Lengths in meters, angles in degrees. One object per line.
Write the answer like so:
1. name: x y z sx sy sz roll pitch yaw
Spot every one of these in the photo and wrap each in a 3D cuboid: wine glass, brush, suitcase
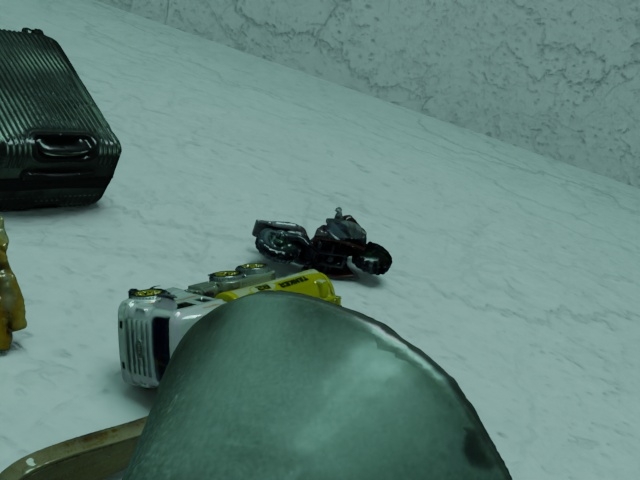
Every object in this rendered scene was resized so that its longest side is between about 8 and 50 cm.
1. wine glass: -0.118 0.199 0.258 0.267 0.267 0.406 30 29 27
2. brush: -0.103 0.166 0.583 0.328 0.070 0.065 -10 45 -46
3. suitcase: -0.429 -0.181 0.967 0.202 0.128 0.312 -8 52 -47

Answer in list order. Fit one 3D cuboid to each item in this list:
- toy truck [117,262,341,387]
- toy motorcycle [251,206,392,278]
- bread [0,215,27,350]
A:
1. toy truck: -0.083 0.082 0.691 0.114 0.097 0.227 5 10 39
2. toy motorcycle: 0.000 -0.001 1.011 0.213 0.082 0.122 8 25 -25
3. bread: -0.372 0.055 0.640 0.152 0.127 0.147 -8 5 39
